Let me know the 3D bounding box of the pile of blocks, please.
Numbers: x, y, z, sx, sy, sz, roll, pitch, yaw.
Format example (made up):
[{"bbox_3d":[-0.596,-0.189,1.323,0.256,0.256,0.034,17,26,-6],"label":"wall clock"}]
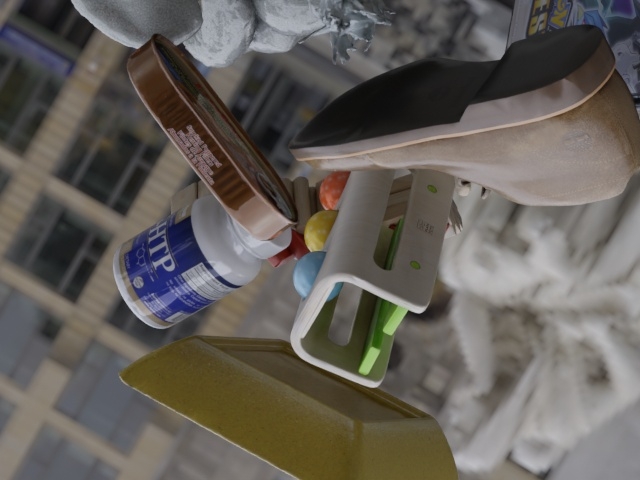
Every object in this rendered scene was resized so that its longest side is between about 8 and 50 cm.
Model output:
[{"bbox_3d":[0.000,0.000,2.329,0.362,0.149,0.112,0,-133,-4],"label":"pile of blocks"}]

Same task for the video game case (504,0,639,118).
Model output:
[{"bbox_3d":[0.230,-0.228,1.470,0.035,0.275,0.248,13,176,-25],"label":"video game case"}]

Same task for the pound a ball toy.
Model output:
[{"bbox_3d":[0.066,-0.031,2.024,0.136,0.208,0.319,24,-144,-6],"label":"pound a ball toy"}]

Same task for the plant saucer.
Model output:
[{"bbox_3d":[-0.017,0.195,2.232,0.333,0.081,0.333,26,-174,24],"label":"plant saucer"}]

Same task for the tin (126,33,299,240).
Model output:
[{"bbox_3d":[-0.087,-0.081,1.535,0.189,0.040,0.106,53,-165,-4],"label":"tin"}]

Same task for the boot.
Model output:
[{"bbox_3d":[0.099,-0.067,1.372,0.305,0.112,0.115,-4,128,48],"label":"boot"}]

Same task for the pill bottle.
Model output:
[{"bbox_3d":[-0.130,0.012,2.153,0.112,0.187,0.112,44,-151,-32],"label":"pill bottle"}]

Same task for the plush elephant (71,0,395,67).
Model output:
[{"bbox_3d":[-0.081,-0.285,1.626,0.255,0.272,0.330,32,-165,-22],"label":"plush elephant"}]
